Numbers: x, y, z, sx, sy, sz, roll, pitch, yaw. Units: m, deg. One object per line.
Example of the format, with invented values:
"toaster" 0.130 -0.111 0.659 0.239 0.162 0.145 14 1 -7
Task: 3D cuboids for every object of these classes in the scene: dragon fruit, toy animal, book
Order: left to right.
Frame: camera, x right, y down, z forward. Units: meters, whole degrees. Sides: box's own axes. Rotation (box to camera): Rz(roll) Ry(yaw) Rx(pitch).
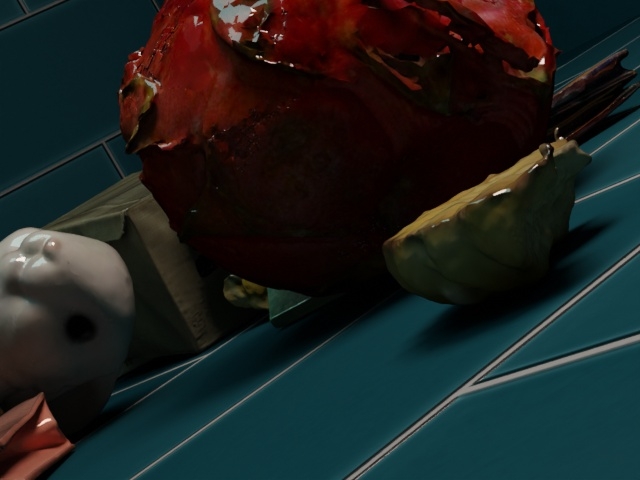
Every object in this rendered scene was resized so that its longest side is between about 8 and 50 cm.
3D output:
"toy animal" -0.310 0.107 1.366 0.357 0.257 0.194 -16 33 10
"book" 0.000 0.000 1.318 0.103 0.017 0.135 -28 36 17
"dragon fruit" 0.010 -0.106 1.170 0.302 0.295 0.295 -31 3 23

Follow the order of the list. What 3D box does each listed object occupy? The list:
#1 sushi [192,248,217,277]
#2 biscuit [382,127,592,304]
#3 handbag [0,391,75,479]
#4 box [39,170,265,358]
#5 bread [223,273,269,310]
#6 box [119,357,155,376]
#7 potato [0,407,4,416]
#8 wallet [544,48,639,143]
"sushi" -0.083 -0.034 1.433 0.098 0.094 0.084 -42 8 -27
"biscuit" 0.094 -0.005 0.870 0.118 0.061 0.183 -31 1 17
"handbag" -0.298 0.195 1.229 0.213 0.059 0.157 -29 4 10
"box" -0.151 0.016 1.574 0.155 0.149 0.231 -34 12 -32
"bread" 0.016 -0.016 1.461 0.128 0.088 0.232 -38 6 43
"box" -0.198 0.120 1.709 0.167 0.024 0.090 -28 6 16
"potato" -0.298 0.164 1.635 0.101 0.089 0.172 -18 -23 2
"wallet" 0.179 -0.083 1.430 0.195 0.042 0.161 -35 -1 -18
